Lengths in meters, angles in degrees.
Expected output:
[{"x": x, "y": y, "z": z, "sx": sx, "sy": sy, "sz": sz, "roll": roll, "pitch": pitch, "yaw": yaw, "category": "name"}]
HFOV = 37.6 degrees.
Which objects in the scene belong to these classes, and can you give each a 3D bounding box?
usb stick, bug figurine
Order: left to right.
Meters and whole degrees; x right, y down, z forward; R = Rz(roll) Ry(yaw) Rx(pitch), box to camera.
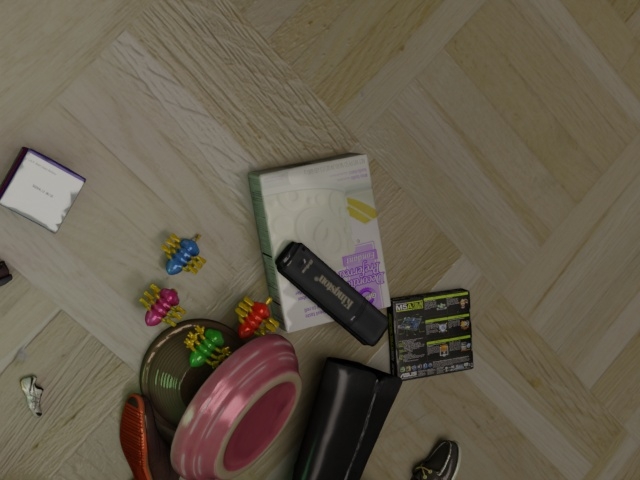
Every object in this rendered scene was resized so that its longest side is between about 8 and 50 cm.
[{"x": -0.230, "y": 0.127, "z": 1.845, "sx": 0.279, "sy": 0.072, "sz": 0.216, "roll": 43, "pitch": 58, "yaw": -3, "category": "bug figurine"}, {"x": 0.027, "y": 0.110, "z": 1.895, "sx": 0.278, "sy": 0.045, "sz": 0.077, "roll": 42, "pitch": 83, "yaw": -19, "category": "usb stick"}]

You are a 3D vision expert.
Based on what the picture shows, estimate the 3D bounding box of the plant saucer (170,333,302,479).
[{"x": -0.146, "y": 0.340, "z": 1.829, "sx": 0.332, "sy": 0.084, "sz": 0.332, "roll": -42, "pitch": 152, "yaw": -30, "category": "plant saucer"}]

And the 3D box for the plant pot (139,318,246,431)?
[{"x": -0.237, "y": 0.282, "z": 1.886, "sx": 0.237, "sy": 0.110, "sz": 0.237, "roll": -2, "pitch": 96, "yaw": -19, "category": "plant pot"}]

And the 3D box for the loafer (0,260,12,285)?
[{"x": -0.717, "y": 0.075, "z": 1.692, "sx": 0.303, "sy": 0.109, "sz": 0.095, "roll": -16, "pitch": 97, "yaw": -15, "category": "loafer"}]

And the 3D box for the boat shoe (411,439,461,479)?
[{"x": 0.238, "y": 0.544, "z": 2.104, "sx": 0.069, "sy": 0.081, "sz": 0.227, "roll": 28, "pitch": 89, "yaw": -25, "category": "boat shoe"}]

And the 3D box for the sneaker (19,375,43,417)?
[{"x": -0.549, "y": 0.301, "z": 1.815, "sx": 0.037, "sy": 0.032, "sz": 0.083, "roll": -21, "pitch": 104, "yaw": -16, "category": "sneaker"}]

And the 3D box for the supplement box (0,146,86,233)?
[{"x": -0.505, "y": -0.095, "z": 1.685, "sx": 0.111, "sy": 0.220, "sz": 0.114, "roll": 30, "pitch": 87, "yaw": -20, "category": "supplement box"}]

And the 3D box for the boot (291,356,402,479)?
[{"x": -0.022, "y": 0.453, "z": 1.905, "sx": 0.367, "sy": 0.146, "sz": 0.445, "roll": 21, "pitch": 93, "yaw": -60, "category": "boot"}]

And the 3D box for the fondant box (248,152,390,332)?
[{"x": 0.000, "y": 0.000, "z": 1.947, "sx": 0.238, "sy": 0.096, "sz": 0.330, "roll": -13, "pitch": 102, "yaw": -18, "category": "fondant box"}]

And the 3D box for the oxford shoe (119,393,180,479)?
[{"x": -0.335, "y": 0.426, "z": 1.888, "sx": 0.098, "sy": 0.097, "sz": 0.271, "roll": -15, "pitch": 108, "yaw": -35, "category": "oxford shoe"}]

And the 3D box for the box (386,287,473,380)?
[{"x": 0.244, "y": 0.208, "z": 2.088, "sx": 0.191, "sy": 0.045, "sz": 0.184, "roll": -8, "pitch": 96, "yaw": -18, "category": "box"}]
